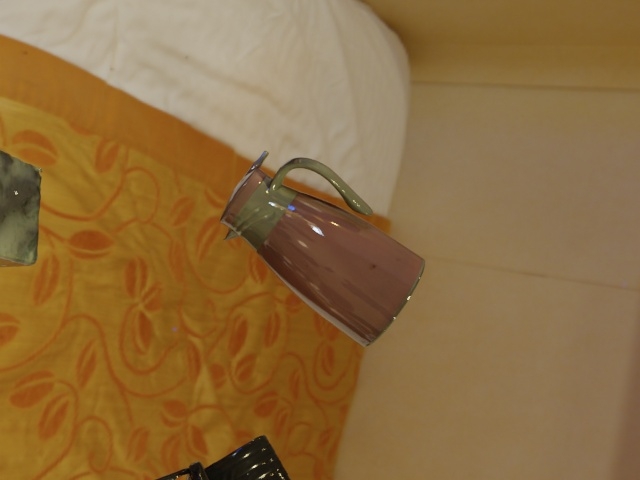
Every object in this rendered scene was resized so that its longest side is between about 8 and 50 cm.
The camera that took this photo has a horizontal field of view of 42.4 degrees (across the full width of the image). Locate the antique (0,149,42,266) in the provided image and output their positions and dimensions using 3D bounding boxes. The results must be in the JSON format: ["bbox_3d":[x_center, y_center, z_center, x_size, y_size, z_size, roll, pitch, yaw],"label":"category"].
[{"bbox_3d":[-0.294,-0.033,0.618,0.183,0.088,0.085,42,46,-77],"label":"antique"}]

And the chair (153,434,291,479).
[{"bbox_3d":[-0.116,0.306,0.910,0.221,0.140,0.145,-25,161,-23],"label":"chair"}]

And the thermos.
[{"bbox_3d":[0.000,0.000,1.095,0.176,0.265,0.146,-51,-174,26],"label":"thermos"}]
